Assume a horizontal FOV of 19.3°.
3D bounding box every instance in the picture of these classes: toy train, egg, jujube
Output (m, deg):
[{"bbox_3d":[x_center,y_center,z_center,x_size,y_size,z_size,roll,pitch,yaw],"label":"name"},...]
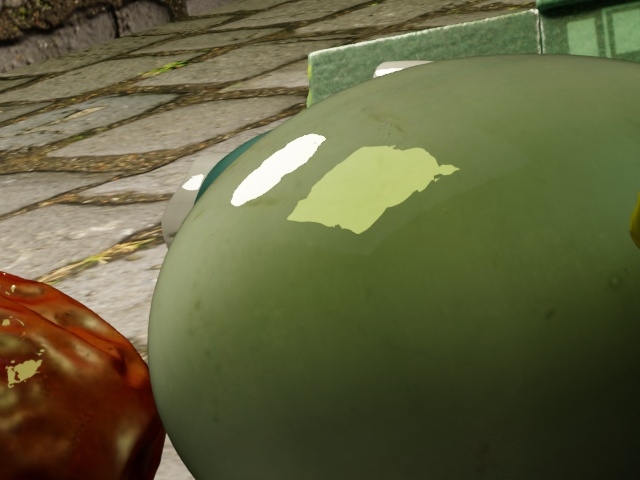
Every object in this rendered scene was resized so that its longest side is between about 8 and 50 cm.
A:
[{"bbox_3d":[0.124,-0.073,1.303,0.330,0.178,0.138,-8,-19,19],"label":"toy train"},{"bbox_3d":[0.092,0.028,0.864,0.371,0.230,0.230,-12,11,-36],"label":"egg"},{"bbox_3d":[-0.206,0.081,0.961,0.250,0.174,0.174,14,17,5],"label":"jujube"}]

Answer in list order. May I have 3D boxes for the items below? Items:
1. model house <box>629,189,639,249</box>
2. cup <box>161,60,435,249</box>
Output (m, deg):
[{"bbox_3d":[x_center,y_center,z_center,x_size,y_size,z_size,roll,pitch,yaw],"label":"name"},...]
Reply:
[{"bbox_3d":[0.269,-0.002,0.695,0.237,0.215,0.303,43,44,20],"label":"model house"},{"bbox_3d":[0.000,0.000,1.171,0.173,0.167,0.300,1,50,37],"label":"cup"}]
